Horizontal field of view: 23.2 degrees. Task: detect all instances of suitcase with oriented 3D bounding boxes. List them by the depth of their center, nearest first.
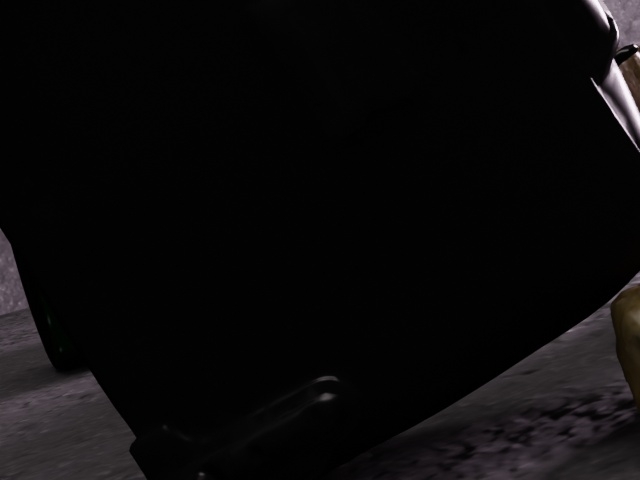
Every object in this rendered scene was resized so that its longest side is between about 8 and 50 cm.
[{"bbox_3d":[-0.018,-0.068,0.804,0.339,0.345,0.188,-33,-5,10],"label":"suitcase"}]

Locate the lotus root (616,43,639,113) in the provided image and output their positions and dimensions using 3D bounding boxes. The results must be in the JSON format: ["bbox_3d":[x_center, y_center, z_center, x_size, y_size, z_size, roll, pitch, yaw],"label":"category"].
[{"bbox_3d":[0.239,-0.109,1.509,0.375,0.111,0.390,-25,-7,26],"label":"lotus root"}]

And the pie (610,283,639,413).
[{"bbox_3d":[0.287,0.015,0.687,0.339,0.083,0.339,-17,5,2],"label":"pie"}]

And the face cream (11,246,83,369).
[{"bbox_3d":[-0.162,-0.006,1.772,0.357,0.219,0.312,-17,9,-14],"label":"face cream"}]
